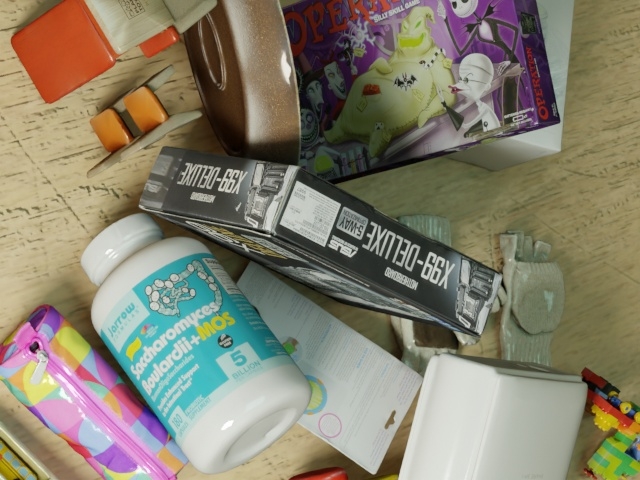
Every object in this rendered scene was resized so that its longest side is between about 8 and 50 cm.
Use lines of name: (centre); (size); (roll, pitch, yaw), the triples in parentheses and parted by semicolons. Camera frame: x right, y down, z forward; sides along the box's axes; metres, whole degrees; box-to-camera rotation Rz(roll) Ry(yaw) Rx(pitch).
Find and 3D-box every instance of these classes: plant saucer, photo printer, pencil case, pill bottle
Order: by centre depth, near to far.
pencil case: (-0.236, 0.171, 1.788); (0.236, 0.104, 0.104); (46, 64, -16)
pill bottle: (-0.138, 0.098, 1.792); (0.146, 0.146, 0.264); (-28, 68, -29)
plant saucer: (-0.094, -0.203, 1.812); (0.050, 0.310, 0.311); (-16, 90, -13)
photo printer: (0.175, 0.283, 1.917); (0.256, 0.107, 0.308); (13, 92, -57)

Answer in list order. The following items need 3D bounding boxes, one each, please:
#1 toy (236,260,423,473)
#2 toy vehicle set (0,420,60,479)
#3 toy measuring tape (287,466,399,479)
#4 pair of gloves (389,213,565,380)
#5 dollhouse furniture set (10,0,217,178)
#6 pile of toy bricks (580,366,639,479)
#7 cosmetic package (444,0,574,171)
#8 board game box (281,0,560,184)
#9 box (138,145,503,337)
toy: (-0.017, 0.144, 1.928); (0.237, 0.056, 0.137); (36, 59, -10)
toy vehicle set: (-0.279, 0.314, 1.715); (0.267, 0.035, 0.166); (47, 33, -7)
toy measuring tape: (0.042, 0.297, 1.939); (0.330, 0.121, 0.121); (-11, 88, -52)
pair of gloves: (0.192, 0.078, 2.068); (0.240, 0.042, 0.204); (11, 77, -28)
dollhouse furniture set: (-0.234, -0.208, 1.755); (0.135, 0.259, 0.262); (-36, 99, -38)
pile of toy bricks: (0.364, 0.250, 2.116); (0.212, 0.118, 0.105); (34, 96, -37)
cosmetic package: (0.166, -0.223, 2.046); (0.224, 0.138, 0.225); (13, 75, -27)
board game box: (0.091, -0.188, 1.880); (0.056, 0.346, 0.208); (-2, 82, -46)
box: (0.000, 0.000, 1.821); (0.307, 0.242, 0.077); (26, 81, -38)
